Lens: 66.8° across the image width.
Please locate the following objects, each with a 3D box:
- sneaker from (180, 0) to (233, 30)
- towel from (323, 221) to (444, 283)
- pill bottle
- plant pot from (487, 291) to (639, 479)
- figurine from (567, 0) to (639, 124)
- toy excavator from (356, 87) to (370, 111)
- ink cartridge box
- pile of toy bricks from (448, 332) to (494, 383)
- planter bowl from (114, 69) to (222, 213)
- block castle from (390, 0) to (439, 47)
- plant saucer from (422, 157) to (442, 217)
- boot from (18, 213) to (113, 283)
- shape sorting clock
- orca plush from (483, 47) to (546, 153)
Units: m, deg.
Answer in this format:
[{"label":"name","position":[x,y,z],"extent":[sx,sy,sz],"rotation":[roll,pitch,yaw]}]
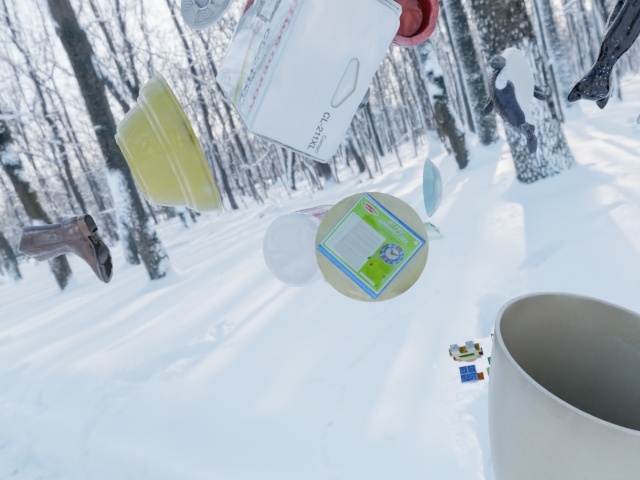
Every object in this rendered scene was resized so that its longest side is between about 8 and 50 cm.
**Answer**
[{"label":"sneaker","position":[-0.214,-0.550,0.978],"extent":[0.281,0.105,0.115],"rotation":[-45,13,33]},{"label":"towel","position":[0.180,0.043,1.357],"extent":[0.324,0.038,0.248],"rotation":[-27,-13,18]},{"label":"pill bottle","position":[0.000,0.000,1.190],"extent":[0.169,0.170,0.301],"rotation":[-12,3,26]},{"label":"plant pot","position":[0.335,0.254,0.652],"extent":[0.256,0.274,0.257],"rotation":[4,28,-2]},{"label":"figurine","position":[0.593,-0.315,0.870],"extent":[0.214,0.210,0.092],"rotation":[26,37,14]},{"label":"toy excavator","position":[-0.002,-0.578,1.329],"extent":[0.432,0.446,0.222],"rotation":[-20,-7,37]},{"label":"ink cartridge box","position":[-0.023,-0.163,0.415],"extent":[0.072,0.128,0.175],"rotation":[17,22,-28]},{"label":"pile of toy bricks","position":[0.368,0.242,0.940],"extent":[0.212,0.105,0.118],"rotation":[-18,53,23]},{"label":"planter bowl","position":[-0.226,-0.118,0.686],"extent":[0.090,0.217,0.217],"rotation":[-27,12,-15]},{"label":"block castle","position":[0.091,-0.520,0.636],"extent":[0.303,0.453,0.213],"rotation":[-37,15,0]},{"label":"plant saucer","position":[0.370,-0.172,1.590],"extent":[0.037,0.195,0.195],"rotation":[-3,11,2]},{"label":"boot","position":[-0.363,0.021,0.689],"extent":[0.114,0.107,0.037],"rotation":[-13,11,8]},{"label":"shape sorting clock","position":[0.092,0.010,0.881],"extent":[0.206,0.207,0.040],"rotation":[-16,-14,6]},{"label":"orca plush","position":[0.417,-0.303,1.076],"extent":[0.151,0.288,0.102],"rotation":[9,-32,-27]}]
